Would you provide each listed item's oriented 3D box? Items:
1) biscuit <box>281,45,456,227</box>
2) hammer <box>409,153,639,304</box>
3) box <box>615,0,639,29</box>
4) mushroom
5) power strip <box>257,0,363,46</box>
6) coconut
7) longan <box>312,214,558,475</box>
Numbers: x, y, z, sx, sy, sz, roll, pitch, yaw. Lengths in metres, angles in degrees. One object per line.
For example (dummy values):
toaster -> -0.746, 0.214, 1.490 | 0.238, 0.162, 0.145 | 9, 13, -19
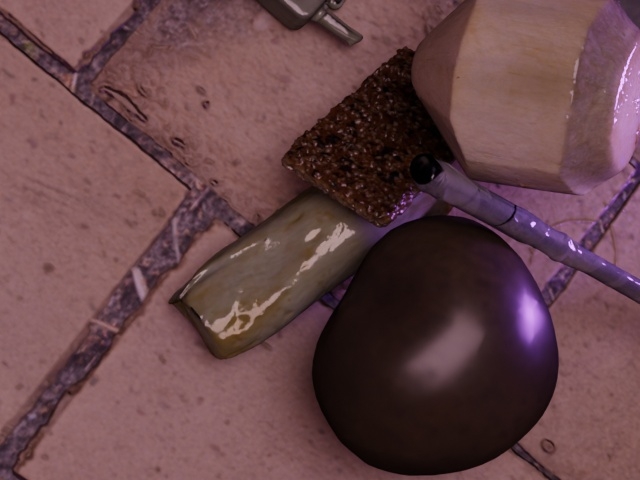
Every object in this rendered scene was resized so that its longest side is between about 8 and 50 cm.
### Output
biscuit -> 0.074, -0.107, 1.803 | 0.131, 0.025, 0.231 | 33, 49, 14
hammer -> 0.245, 0.013, 1.764 | 0.427, 0.152, 0.044 | 27, 114, -29
box -> 0.334, -0.211, 1.907 | 0.274, 0.138, 0.178 | -26, 93, -16
mushroom -> 0.000, 0.000, 1.791 | 0.312, 0.081, 0.100 | -34, 72, -19
power strip -> -0.061, -0.304, 1.848 | 0.288, 0.053, 0.093 | 40, 72, -4
coconut -> 0.194, -0.147, 1.735 | 0.222, 0.202, 0.202 | 14, 73, 21
longan -> 0.105, 0.107, 1.730 | 0.246, 0.215, 0.246 | 14, 59, -25
